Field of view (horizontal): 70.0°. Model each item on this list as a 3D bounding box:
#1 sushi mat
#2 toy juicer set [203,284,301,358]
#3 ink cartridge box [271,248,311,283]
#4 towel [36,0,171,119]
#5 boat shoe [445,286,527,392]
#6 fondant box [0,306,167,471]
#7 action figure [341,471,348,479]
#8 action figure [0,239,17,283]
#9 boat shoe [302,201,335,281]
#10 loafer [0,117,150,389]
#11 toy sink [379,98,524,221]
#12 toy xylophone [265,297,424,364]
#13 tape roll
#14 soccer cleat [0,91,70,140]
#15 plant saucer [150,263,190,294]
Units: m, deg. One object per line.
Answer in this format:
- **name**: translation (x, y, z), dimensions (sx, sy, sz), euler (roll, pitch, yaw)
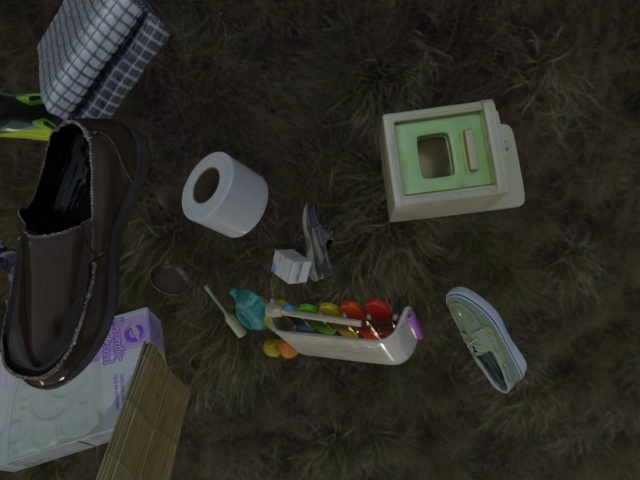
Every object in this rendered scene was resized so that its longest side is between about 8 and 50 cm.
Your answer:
- **sushi mat**: translation (-0.228, 0.295, 0.568), dimensions (0.019, 0.316, 0.151), euler (-7, 132, 7)
- **toy juicer set**: translation (-0.169, 0.220, 1.272), dimensions (0.089, 0.329, 0.209), euler (-43, 128, -33)
- **ink cartridge box**: translation (-0.108, 0.102, 1.758), dimensions (0.090, 0.143, 0.092), euler (-2, 113, -43)
- **towel**: translation (-0.391, -0.346, 0.812), dimensions (0.235, 0.284, 0.121), euler (-49, 138, 13)
- **boat shoe**: translation (0.421, 0.254, 1.171), dimensions (0.302, 0.109, 0.094), euler (51, 53, -4)
- **fondant box**: translation (-0.497, 0.304, 0.957), dimensions (0.330, 0.238, 0.096), euler (-16, 149, -7)
- **action figure**: translation (0.087, 0.447, 0.683), dimensions (0.063, 0.232, 0.137), euler (-33, 88, -5)
- **action figure**: translation (-1.064, 0.109, 1.607), dimensions (0.099, 0.185, 0.285), euler (-35, 89, 26)
- **boat shoe**: translation (0.000, 0.000, 1.974), dimensions (0.130, 0.132, 0.355), euler (-8, 76, 5)
- **loafer**: translation (-0.336, 0.008, 0.578), dimensions (0.134, 0.130, 0.366), euler (11, 87, 11)
- **toy sink**: translation (0.222, -0.127, 0.740), dimensions (0.234, 0.131, 0.153), euler (-6, 80, 3)
- **toy xylophone**: translation (0.033, 0.166, 0.894), dimensions (0.322, 0.081, 0.236), euler (4, 149, 20)
- **tape roll**: translation (-0.319, -0.150, 1.527), dimensions (0.246, 0.246, 0.169), euler (-47, 140, 12)
- **soccer cleat**: translation (-0.587, -0.241, 0.902), dimensions (0.289, 0.121, 0.093), euler (-3, 93, -48)
- **plant saucer**: translation (-0.641, 0.171, 1.942), dimensions (0.168, 0.168, 0.029), euler (21, 128, -21)
